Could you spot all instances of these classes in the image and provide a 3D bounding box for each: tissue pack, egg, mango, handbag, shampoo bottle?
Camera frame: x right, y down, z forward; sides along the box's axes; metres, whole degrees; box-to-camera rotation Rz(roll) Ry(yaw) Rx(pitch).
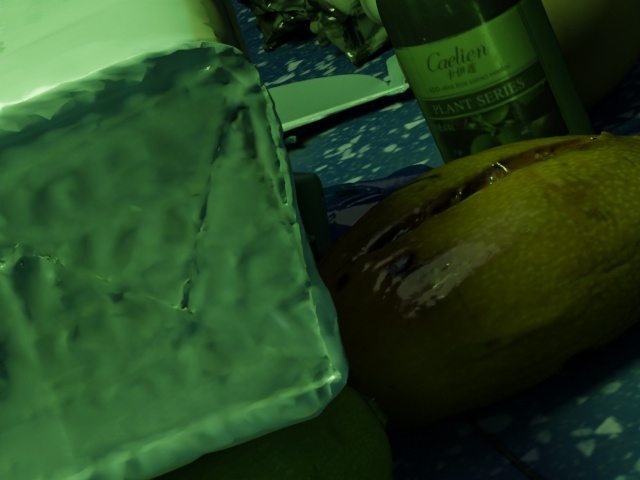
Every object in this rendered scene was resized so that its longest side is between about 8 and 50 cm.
[{"bbox_3d":[-0.181,-0.020,0.896,0.332,0.205,0.405,-21,22,0],"label":"tissue pack"},{"bbox_3d":[0.154,-0.180,1.326,0.201,0.201,0.244,-10,36,39],"label":"egg"},{"bbox_3d":[0.114,0.007,0.999,0.295,0.120,0.177,-33,21,-19],"label":"mango"},{"bbox_3d":[0.082,-0.335,1.904,0.327,0.162,0.325,-39,18,-12],"label":"handbag"},{"bbox_3d":[0.101,-0.129,1.120,0.101,0.284,0.101,-22,19,8],"label":"shampoo bottle"}]

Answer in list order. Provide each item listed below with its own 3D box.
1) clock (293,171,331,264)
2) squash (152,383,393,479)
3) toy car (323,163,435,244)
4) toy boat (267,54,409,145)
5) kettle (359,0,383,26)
[{"bbox_3d":[-0.034,0.059,1.039,0.060,0.148,0.188,2,34,13],"label":"clock"},{"bbox_3d":[-0.054,0.152,0.835,0.132,0.132,0.247,-8,24,43],"label":"squash"},{"bbox_3d":[0.000,0.000,1.254,0.216,0.063,0.103,-17,21,24],"label":"toy car"},{"bbox_3d":[-0.057,-0.111,1.623,0.292,0.070,0.210,-5,33,40],"label":"toy boat"},{"bbox_3d":[0.110,-0.268,1.544,0.210,0.243,0.160,-36,21,-22],"label":"kettle"}]
